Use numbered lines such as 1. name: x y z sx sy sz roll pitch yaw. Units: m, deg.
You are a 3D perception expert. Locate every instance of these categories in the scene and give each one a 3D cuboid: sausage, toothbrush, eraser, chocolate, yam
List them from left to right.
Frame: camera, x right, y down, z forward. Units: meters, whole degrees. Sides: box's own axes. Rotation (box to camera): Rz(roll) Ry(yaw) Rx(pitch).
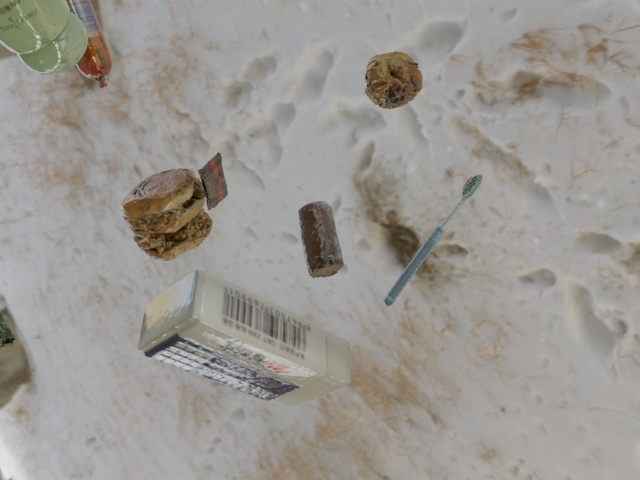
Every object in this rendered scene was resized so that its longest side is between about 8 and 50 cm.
1. sausage: -0.365 -0.382 0.886 0.053 0.053 0.347 7 118 55
2. chocolate: -0.277 -0.152 1.678 0.028 0.086 0.182 36 152 18
3. eraser: -0.094 0.144 0.874 0.124 0.279 0.081 -33 43 33
4. yam: 0.001 -0.001 1.290 0.079 0.079 0.141 131 132 -57
5. toothbrush: 0.151 0.002 0.868 0.016 0.019 0.219 41 108 22

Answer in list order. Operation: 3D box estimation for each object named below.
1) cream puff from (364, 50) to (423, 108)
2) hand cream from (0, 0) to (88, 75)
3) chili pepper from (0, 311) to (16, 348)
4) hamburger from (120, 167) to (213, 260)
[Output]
1. cream puff: 0.154 -0.334 1.365 0.133 0.120 0.104 119 139 -49
2. hand cream: -0.381 -0.314 0.720 0.306 0.147 0.093 57 -171 -57
3. chili pepper: -0.640 0.094 1.141 0.083 0.099 0.253 -41 91 19
4. hamburger: -0.431 -0.089 1.847 0.245 0.261 0.211 -97 -9 -55
